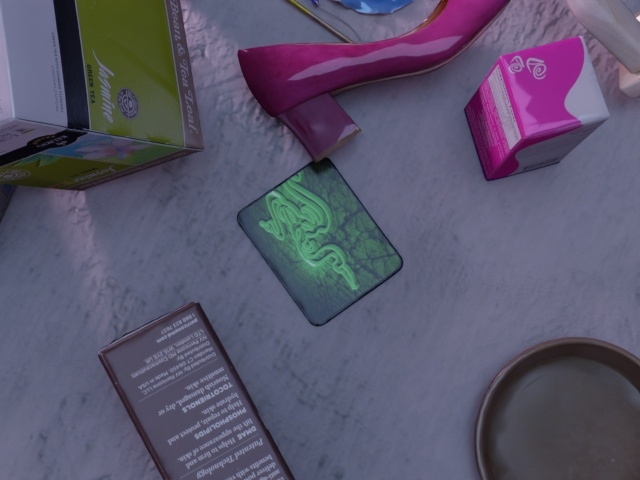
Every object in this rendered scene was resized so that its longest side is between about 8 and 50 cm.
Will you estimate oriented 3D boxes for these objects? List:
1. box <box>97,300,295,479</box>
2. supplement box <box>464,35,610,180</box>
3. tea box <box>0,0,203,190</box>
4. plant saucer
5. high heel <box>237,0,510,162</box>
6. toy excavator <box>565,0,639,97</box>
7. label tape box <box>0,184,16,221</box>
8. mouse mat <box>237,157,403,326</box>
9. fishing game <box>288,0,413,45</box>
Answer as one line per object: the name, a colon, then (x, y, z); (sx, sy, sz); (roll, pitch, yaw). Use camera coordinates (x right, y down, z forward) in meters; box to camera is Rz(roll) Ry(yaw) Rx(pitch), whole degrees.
box: (-0.115, 0.273, 1.394); (0.143, 0.191, 0.381); (-27, 84, -9)
supplement box: (0.271, -0.163, 1.487); (0.111, 0.220, 0.113); (-15, 82, -8)
tea box: (-0.335, -0.248, 1.369); (0.220, 0.324, 0.328); (-15, 79, 31)
plant saucer: (0.333, 0.265, 1.512); (0.278, 0.041, 0.277); (1, 80, -5)
high heel: (0.080, -0.282, 1.530); (0.377, 0.127, 0.181); (-39, 97, -8)
toy excavator: (0.293, -0.427, 1.507); (0.433, 0.222, 0.445); (10, 65, -45)
label tape box: (-0.521, -0.073, 1.460); (0.241, 0.106, 0.333); (21, 79, -2)
mouse mat: (0.000, 0.000, 1.545); (0.153, 0.007, 0.189); (-35, 84, -10)
fishing game: (0.067, -0.405, 1.601); (0.189, 0.041, 0.264); (40, 81, -1)
